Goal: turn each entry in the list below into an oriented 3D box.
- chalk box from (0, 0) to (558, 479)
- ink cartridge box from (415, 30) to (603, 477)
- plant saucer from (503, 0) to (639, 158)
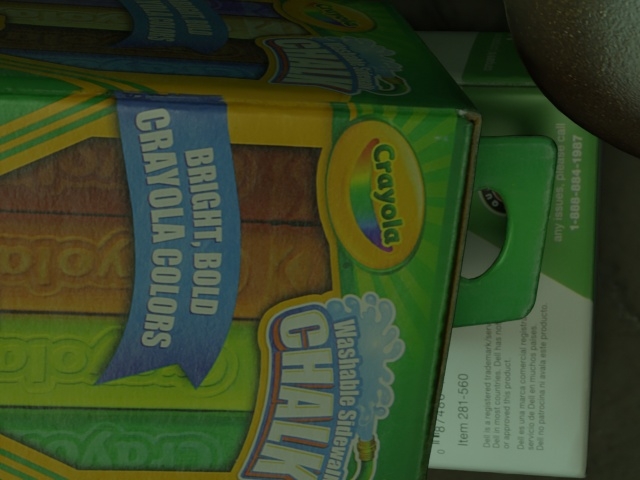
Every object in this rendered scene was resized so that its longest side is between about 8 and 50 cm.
[{"bbox_3d":[-0.028,-0.001,0.482,0.213,0.132,0.132,2,111,-9],"label":"chalk box"},{"bbox_3d":[0.000,0.000,0.615,0.219,0.092,0.160,3,111,10],"label":"ink cartridge box"},{"bbox_3d":[0.206,-0.109,0.450,0.310,0.050,0.310,-13,147,-9],"label":"plant saucer"}]
